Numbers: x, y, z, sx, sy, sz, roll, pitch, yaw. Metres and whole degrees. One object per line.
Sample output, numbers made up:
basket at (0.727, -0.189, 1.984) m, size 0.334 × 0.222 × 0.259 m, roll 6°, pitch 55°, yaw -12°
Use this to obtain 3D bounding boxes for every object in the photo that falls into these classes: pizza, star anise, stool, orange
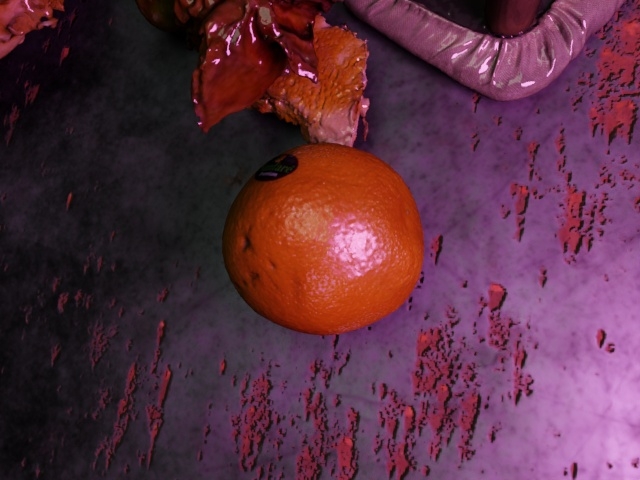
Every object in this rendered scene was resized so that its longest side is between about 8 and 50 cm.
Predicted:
pizza at (-0.005, -0.188, 0.710) m, size 0.226 × 0.069 × 0.147 m, roll 37°, pitch 82°, yaw 29°
star anise at (-0.084, -0.293, 0.638) m, size 0.237 × 0.148 × 0.346 m, roll 14°, pitch 110°, yaw 41°
stool at (0.180, -0.357, 0.612) m, size 0.310 × 0.226 × 0.310 m, roll 39°, pitch 90°, yaw 22°
orange at (0.000, 0.000, 0.600) m, size 0.206 × 0.206 × 0.206 m, roll -4°, pitch 76°, yaw 16°

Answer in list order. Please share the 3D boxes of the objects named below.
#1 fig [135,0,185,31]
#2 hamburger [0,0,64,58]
fig at (-0.179, -0.365, 0.792) m, size 0.127 × 0.133 × 0.185 m, roll -10°, pitch 35°, yaw 30°
hamburger at (-0.487, -0.420, 0.811) m, size 0.268 × 0.287 × 0.445 m, roll -35°, pitch 66°, yaw 50°
